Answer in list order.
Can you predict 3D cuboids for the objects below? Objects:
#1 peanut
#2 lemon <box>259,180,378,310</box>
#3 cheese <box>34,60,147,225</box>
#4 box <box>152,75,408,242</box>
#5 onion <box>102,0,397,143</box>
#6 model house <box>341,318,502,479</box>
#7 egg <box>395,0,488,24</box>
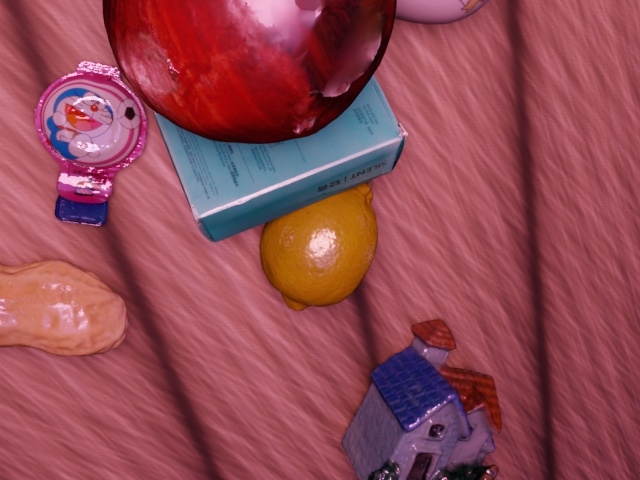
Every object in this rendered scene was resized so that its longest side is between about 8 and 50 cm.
[{"bbox_3d":[-0.450,0.096,0.865,0.313,0.149,0.149,9,108,-15],"label":"peanut"},{"bbox_3d":[0.000,0.000,0.932,0.184,0.184,0.248,27,96,-24],"label":"lemon"},{"bbox_3d":[-0.339,-0.137,0.843,0.155,0.062,0.244,9,109,-21],"label":"cheese"},{"bbox_3d":[-0.061,-0.151,0.837,0.311,0.118,0.205,-23,75,-7],"label":"box"},{"bbox_3d":[-0.068,-0.262,0.652,0.341,0.341,0.341,-6,112,-14],"label":"onion"},{"bbox_3d":[0.238,0.334,1.113,0.295,0.252,0.329,18,99,-22],"label":"model house"},{"bbox_3d":[0.131,-0.410,0.800,0.271,0.196,0.196,10,108,-27],"label":"egg"}]
